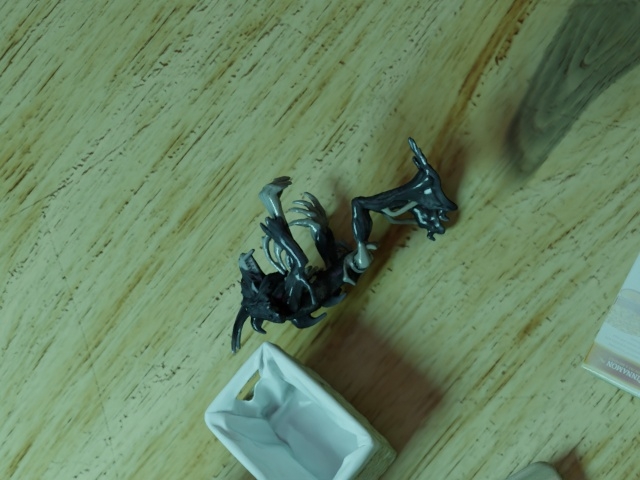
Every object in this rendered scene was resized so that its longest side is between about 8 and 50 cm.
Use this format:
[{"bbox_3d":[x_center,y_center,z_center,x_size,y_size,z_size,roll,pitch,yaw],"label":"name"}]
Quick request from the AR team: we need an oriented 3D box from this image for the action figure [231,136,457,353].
[{"bbox_3d":[0.000,0.000,1.627,0.275,0.164,0.141,-33,81,2],"label":"action figure"}]

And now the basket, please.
[{"bbox_3d":[-0.017,0.201,1.608,0.167,0.103,0.113,41,95,25],"label":"basket"}]

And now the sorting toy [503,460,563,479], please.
[{"bbox_3d":[0.194,0.349,1.521,0.193,0.038,0.208,-33,71,12],"label":"sorting toy"}]

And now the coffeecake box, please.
[{"bbox_3d":[0.359,0.075,1.497,0.142,0.068,0.185,27,88,26],"label":"coffeecake box"}]
